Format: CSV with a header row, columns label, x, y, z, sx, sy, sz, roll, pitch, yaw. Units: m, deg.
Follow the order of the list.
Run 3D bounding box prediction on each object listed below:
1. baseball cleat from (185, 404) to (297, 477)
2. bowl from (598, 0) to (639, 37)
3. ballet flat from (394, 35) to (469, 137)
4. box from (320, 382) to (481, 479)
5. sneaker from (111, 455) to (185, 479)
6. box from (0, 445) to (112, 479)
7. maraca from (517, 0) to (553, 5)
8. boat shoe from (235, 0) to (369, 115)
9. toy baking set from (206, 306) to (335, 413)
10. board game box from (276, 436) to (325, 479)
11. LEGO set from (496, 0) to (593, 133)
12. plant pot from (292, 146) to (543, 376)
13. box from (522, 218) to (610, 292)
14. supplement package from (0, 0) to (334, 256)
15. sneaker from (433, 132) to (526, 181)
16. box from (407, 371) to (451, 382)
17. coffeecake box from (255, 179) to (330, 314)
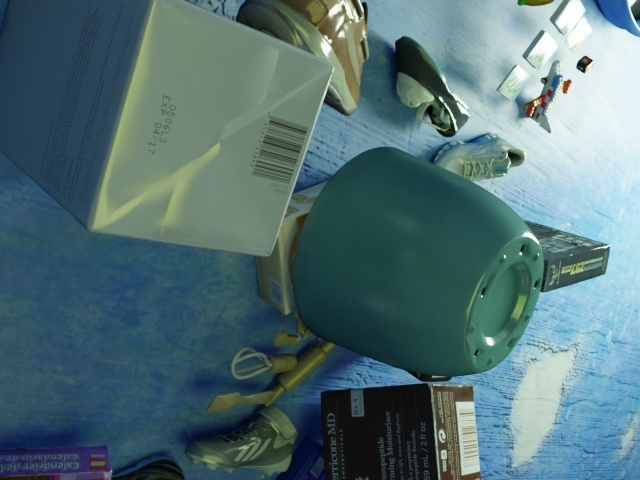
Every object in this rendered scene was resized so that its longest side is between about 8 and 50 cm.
label,x,y,z,sx,sy,sz,roll,pitch,yaw
baseball cleat,-0.115,0.296,1.061,0.205,0.072,0.110,28,77,-50
bowl,0.630,-0.566,1.272,0.391,0.077,0.392,-20,123,-33
ballet flat,0.158,-0.214,1.036,0.203,0.074,0.074,35,86,-47
box,0.130,0.320,1.130,0.167,0.203,0.169,17,66,-54
sneaker,-0.265,0.353,0.935,0.188,0.078,0.067,-20,124,-31
box,-0.371,0.384,0.834,0.200,0.057,0.294,5,108,-25
maraca,0.358,-0.433,1.080,0.186,0.099,0.127,-51,180,-25
boat shoe,0.008,-0.223,0.771,0.117,0.123,0.324,-58,176,4
toy baking set,-0.056,0.168,1.028,0.256,0.030,0.197,-42,149,-12
board game box,-0.037,0.539,1.230,0.347,0.078,0.233,-56,135,-5
LEGO set,0.403,-0.286,1.183,0.183,0.060,0.244,-54,153,16
plant pot,0.148,0.045,0.936,0.293,0.235,0.293,-24,125,-40
box,0.334,0.014,1.187,0.183,0.232,0.059,-9,110,-39
supplement package,-0.163,-0.126,0.634,0.175,0.293,0.178,9,105,-43
sneaker,0.266,-0.129,1.164,0.190,0.083,0.072,-24,126,-30
box,0.169,0.119,1.154,0.077,0.147,0.180,8,104,-43
coffeecake box,0.000,0.000,1.002,0.185,0.068,0.143,-24,124,-32
